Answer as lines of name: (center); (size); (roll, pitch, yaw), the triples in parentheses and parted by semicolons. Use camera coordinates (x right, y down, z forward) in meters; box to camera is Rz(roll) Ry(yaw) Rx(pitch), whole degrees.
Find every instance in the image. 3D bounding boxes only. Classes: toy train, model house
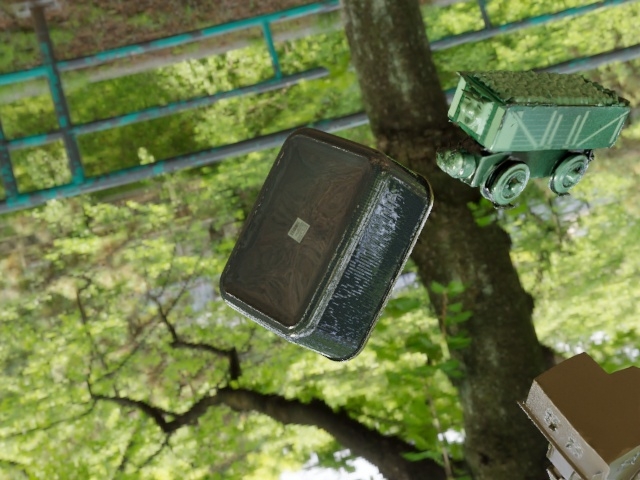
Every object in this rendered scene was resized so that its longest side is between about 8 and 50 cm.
toy train: (0.277, -0.134, 1.064); (0.269, 0.154, 0.115); (-5, -143, -31)
model house: (0.406, 0.312, 1.242); (0.176, 0.181, 0.248); (-19, 138, -21)

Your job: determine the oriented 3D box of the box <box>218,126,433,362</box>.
box: (0.000, 0.000, 0.782); (0.144, 0.201, 0.090); (26, 180, 40)
